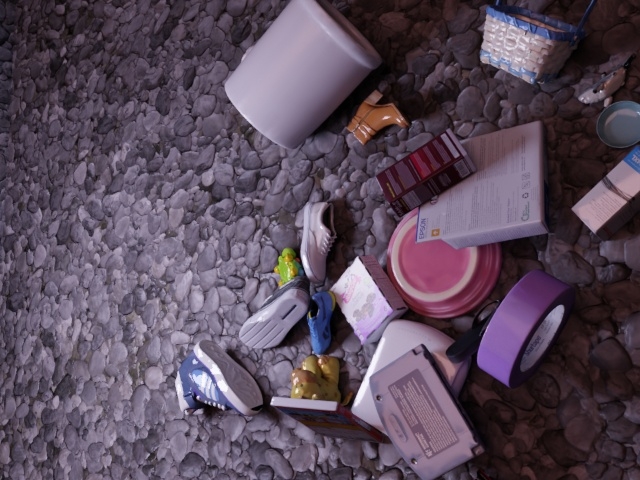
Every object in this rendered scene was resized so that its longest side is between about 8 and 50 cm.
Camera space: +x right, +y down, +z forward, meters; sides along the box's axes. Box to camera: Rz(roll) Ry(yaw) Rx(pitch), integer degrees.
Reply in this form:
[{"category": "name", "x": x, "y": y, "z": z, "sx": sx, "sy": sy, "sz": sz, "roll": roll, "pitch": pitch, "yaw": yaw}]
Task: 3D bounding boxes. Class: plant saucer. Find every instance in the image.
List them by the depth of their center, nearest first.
[{"category": "plant saucer", "x": 0.746, "y": -0.284, "z": 1.613, "sx": 0.119, "sy": 0.021, "sz": 0.120, "roll": -7, "pitch": 78, "yaw": 31}, {"category": "plant saucer", "x": 0.322, "y": 0.045, "z": 1.781, "sx": 0.331, "sy": 0.084, "sz": 0.333, "roll": -7, "pitch": 77, "yaw": 31}]

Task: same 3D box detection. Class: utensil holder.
[{"category": "utensil holder", "x": -0.060, "y": -0.521, "z": 1.996, "sx": 0.385, "sy": 0.327, "sz": 0.328, "roll": -43, "pitch": 61, "yaw": 20}]

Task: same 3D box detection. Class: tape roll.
[{"category": "tape roll", "x": 0.483, "y": 0.207, "z": 1.530, "sx": 0.090, "sy": 0.274, "sz": 0.275, "roll": 34, "pitch": 99, "yaw": 33}]

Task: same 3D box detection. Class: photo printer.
[{"category": "photo printer", "x": 0.246, "y": 0.378, "z": 1.747, "sx": 0.256, "sy": 0.107, "sz": 0.308, "roll": 26, "pitch": 94, "yaw": 33}]

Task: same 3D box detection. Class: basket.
[{"category": "basket", "x": 0.549, "y": -0.569, "z": 1.670, "sx": 0.254, "sy": 0.201, "sz": 0.289, "roll": 40, "pitch": 133, "yaw": 31}]

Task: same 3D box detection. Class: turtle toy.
[{"category": "turtle toy", "x": -0.095, "y": 0.081, "z": 2.048, "sx": 0.095, "sy": 0.066, "sz": 0.130, "roll": -45, "pitch": 55, "yaw": 44}]

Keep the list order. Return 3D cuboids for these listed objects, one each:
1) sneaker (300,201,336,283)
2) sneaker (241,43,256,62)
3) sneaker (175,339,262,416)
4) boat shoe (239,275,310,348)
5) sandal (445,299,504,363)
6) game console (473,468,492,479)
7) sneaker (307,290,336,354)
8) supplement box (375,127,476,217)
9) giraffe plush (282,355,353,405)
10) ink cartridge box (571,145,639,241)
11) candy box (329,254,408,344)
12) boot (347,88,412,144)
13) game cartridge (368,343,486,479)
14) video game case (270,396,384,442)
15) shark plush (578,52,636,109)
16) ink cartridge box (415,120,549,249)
[{"category": "sneaker", "x": 0.000, "y": 0.000, "z": 1.987, "sx": 0.091, "sy": 0.094, "sz": 0.258, "roll": -12, "pitch": 73, "yaw": 35}, {"category": "sneaker", "x": -0.216, "y": -0.557, "z": 2.252, "sx": 0.115, "sy": 0.090, "sz": 0.232, "roll": 14, "pitch": 97, "yaw": 27}, {"category": "sneaker", "x": -0.341, "y": 0.501, "z": 2.098, "sx": 0.322, "sy": 0.130, "sz": 0.236, "roll": 43, "pitch": 113, "yaw": 26}, {"category": "boat shoe", "x": -0.127, "y": 0.225, "z": 2.014, "sx": 0.335, "sy": 0.121, "sz": 0.119, "roll": -39, "pitch": 18, "yaw": 38}, {"category": "sandal", "x": 0.414, "y": 0.207, "z": 1.633, "sx": 0.254, "sy": 0.097, "sz": 0.055, "roll": -38, "pitch": 99, "yaw": -13}, {"category": "game console", "x": 0.415, "y": 0.652, "z": 1.602, "sx": 0.085, "sy": 0.124, "sz": 0.144, "roll": -41, "pitch": 59, "yaw": -11}, {"category": "sneaker", "x": -0.012, "y": 0.246, "z": 1.923, "sx": 0.069, "sy": 0.082, "sz": 0.210, "roll": 29, "pitch": 120, "yaw": 42}, {"category": "supplement box", "x": 0.277, "y": -0.179, "z": 1.740, "sx": 0.239, "sy": 0.073, "sz": 0.130, "roll": -31, "pitch": 42, "yaw": 13}, {"category": "giraffe plush", "x": -0.029, "y": 0.431, "z": 1.873, "sx": 0.181, "sy": 0.170, "sz": 0.210, "roll": -44, "pitch": 61, "yaw": 17}, {"category": "ink cartridge box", "x": 0.702, "y": -0.104, "z": 1.529, "sx": 0.203, "sy": 0.148, "sz": 0.086, "roll": -46, "pitch": 61, "yaw": 16}, {"category": "candy box", "x": 0.133, "y": 0.166, "z": 1.856, "sx": 0.165, "sy": 0.070, "sz": 0.196, "roll": -54, "pitch": 56, "yaw": 35}, {"category": "boot", "x": 0.176, "y": -0.347, "z": 1.962, "sx": 0.152, "sy": 0.073, "sz": 0.197, "roll": -51, "pitch": 47, "yaw": 12}, {"category": "game cartridge", "x": 0.253, "y": 0.436, "z": 1.640, "sx": 0.198, "sy": 0.062, "sz": 0.297, "roll": -37, "pitch": 69, "yaw": 21}, {"category": "video game case", "x": 0.023, "y": 0.487, "z": 1.768, "sx": 0.203, "sy": 0.285, "sz": 0.025, "roll": -4, "pitch": 58, "yaw": 32}, {"category": "shark plush", "x": 0.720, "y": -0.409, "z": 1.639, "sx": 0.161, "sy": 0.073, "sz": 0.067, "roll": -57, "pitch": 27, "yaw": 15}, {"category": "ink cartridge box", "x": 0.421, "y": -0.136, "z": 1.699, "sx": 0.329, "sy": 0.071, "sz": 0.324, "roll": -12, "pitch": 52, "yaw": 33}]
